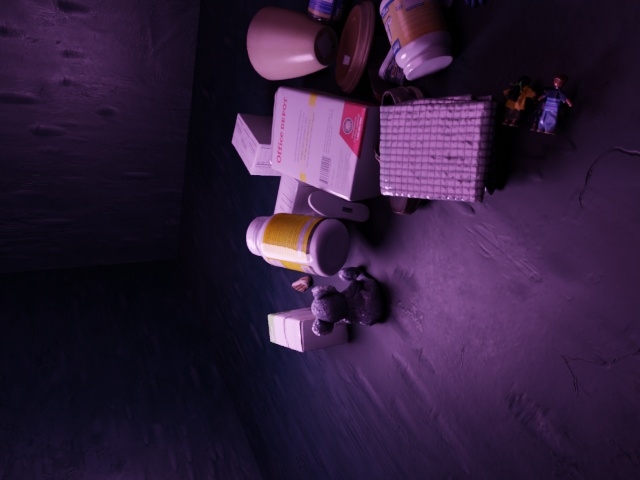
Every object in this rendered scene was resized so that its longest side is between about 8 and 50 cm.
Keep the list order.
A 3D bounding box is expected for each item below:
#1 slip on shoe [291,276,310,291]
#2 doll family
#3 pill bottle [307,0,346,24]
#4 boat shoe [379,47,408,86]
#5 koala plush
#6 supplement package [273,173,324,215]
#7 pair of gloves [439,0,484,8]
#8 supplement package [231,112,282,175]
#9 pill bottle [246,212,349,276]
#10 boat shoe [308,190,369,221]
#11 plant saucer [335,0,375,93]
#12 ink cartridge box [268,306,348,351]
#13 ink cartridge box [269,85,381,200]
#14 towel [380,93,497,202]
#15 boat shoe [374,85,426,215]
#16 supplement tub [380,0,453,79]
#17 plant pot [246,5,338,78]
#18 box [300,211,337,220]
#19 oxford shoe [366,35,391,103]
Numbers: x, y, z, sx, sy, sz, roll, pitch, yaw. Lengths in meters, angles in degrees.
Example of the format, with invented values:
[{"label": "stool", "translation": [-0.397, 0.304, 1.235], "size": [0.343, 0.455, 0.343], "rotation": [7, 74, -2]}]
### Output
[{"label": "slip on shoe", "translation": [-0.079, 0.178, 1.917], "size": [0.041, 0.051, 0.135], "rotation": [-61, 10, -24]}, {"label": "doll family", "translation": [0.439, -0.286, 0.947], "size": [0.193, 0.075, 0.112], "rotation": [33, 117, 48]}, {"label": "pill bottle", "translation": [0.039, -0.838, 1.508], "size": [0.123, 0.122, 0.219], "rotation": [54, 136, 42]}, {"label": "boat shoe", "translation": [0.240, -0.523, 1.273], "size": [0.083, 0.065, 0.184], "rotation": [33, 110, 19]}, {"label": "koala plush", "translation": [0.068, 0.205, 1.487], "size": [0.203, 0.221, 0.197], "rotation": [26, 115, 56]}, {"label": "supplement package", "translation": [-0.082, -0.145, 1.782], "size": [0.134, 0.138, 0.244], "rotation": [48, 132, 44]}, {"label": "pair of gloves", "translation": [0.345, -0.645, 1.107], "size": [0.198, 0.023, 0.160], "rotation": [33, 121, 55]}, {"label": "supplement package", "translation": [-0.227, -0.402, 1.932], "size": [0.262, 0.203, 0.145], "rotation": [57, 137, 40]}, {"label": "pill bottle", "translation": [-0.085, 0.004, 1.556], "size": [0.333, 0.187, 0.188], "rotation": [10, 103, 36]}, {"label": "boat shoe", "translation": [0.051, -0.103, 1.485], "size": [0.070, 0.219, 0.078], "rotation": [2, 77, 64]}, {"label": "plant saucer", "translation": [0.101, -0.600, 1.428], "size": [0.278, 0.041, 0.278], "rotation": [-172, 90, -75]}, {"label": "ink cartridge box", "translation": [-0.050, 0.329, 1.726], "size": [0.272, 0.198, 0.115], "rotation": [-5, 89, 60]}, {"label": "ink cartridge box", "translation": [0.027, -0.322, 1.468], "size": [0.384, 0.160, 0.280], "rotation": [28, 119, 38]}, {"label": "towel", "translation": [0.282, -0.217, 1.096], "size": [0.283, 0.121, 0.235], "rotation": [8, 102, 39]}, {"label": "boat shoe", "translation": [0.210, -0.247, 1.279], "size": [0.132, 0.130, 0.356], "rotation": [6, 98, 60]}, {"label": "supplement tub", "translation": [0.244, -0.526, 1.158], "size": [0.144, 0.144, 0.200], "rotation": [-23, 83, 58]}, {"label": "plant pot", "translation": [-0.078, -0.696, 1.638], "size": [0.273, 0.256, 0.257], "rotation": [23, 114, 39]}, {"label": "box", "translation": [0.000, 0.000, 1.694], "size": [0.114, 0.103, 0.203], "rotation": [-9, 85, 59]}, {"label": "oxford shoe", "translation": [0.175, -0.509, 1.376], "size": [0.076, 0.076, 0.213], "rotation": [50, -141, -72]}]
